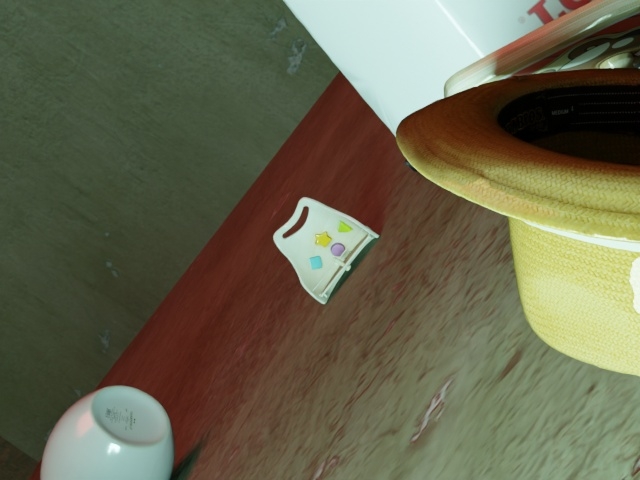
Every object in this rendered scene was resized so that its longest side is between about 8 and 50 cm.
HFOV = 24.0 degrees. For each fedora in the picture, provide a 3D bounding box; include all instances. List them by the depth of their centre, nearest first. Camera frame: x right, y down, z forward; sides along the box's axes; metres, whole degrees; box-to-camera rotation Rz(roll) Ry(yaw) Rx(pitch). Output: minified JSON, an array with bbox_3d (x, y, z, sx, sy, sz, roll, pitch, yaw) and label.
[{"bbox_3d":[0.115,-0.006,0.502,0.194,0.194,0.079,-77,-14,-72],"label":"fedora"}]

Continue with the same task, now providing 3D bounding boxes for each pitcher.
[{"bbox_3d":[-0.221,0.261,1.478,0.177,0.125,0.207,-100,31,-51],"label":"pitcher"}]

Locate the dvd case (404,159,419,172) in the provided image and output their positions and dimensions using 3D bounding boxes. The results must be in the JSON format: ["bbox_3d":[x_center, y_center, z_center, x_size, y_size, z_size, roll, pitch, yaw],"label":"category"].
[{"bbox_3d":[0.154,-0.149,1.304,0.221,0.018,0.164,-53,7,1],"label":"dvd case"}]

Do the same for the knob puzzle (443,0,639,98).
[{"bbox_3d":[0.138,-0.069,0.629,0.213,0.030,0.213,-18,-12,-4],"label":"knob puzzle"}]

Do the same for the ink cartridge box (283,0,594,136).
[{"bbox_3d":[0.062,-0.278,0.808,0.285,0.395,0.166,-42,6,-15],"label":"ink cartridge box"}]

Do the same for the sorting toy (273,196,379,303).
[{"bbox_3d":[0.000,0.000,1.365,0.083,0.075,0.045,-51,8,16],"label":"sorting toy"}]
